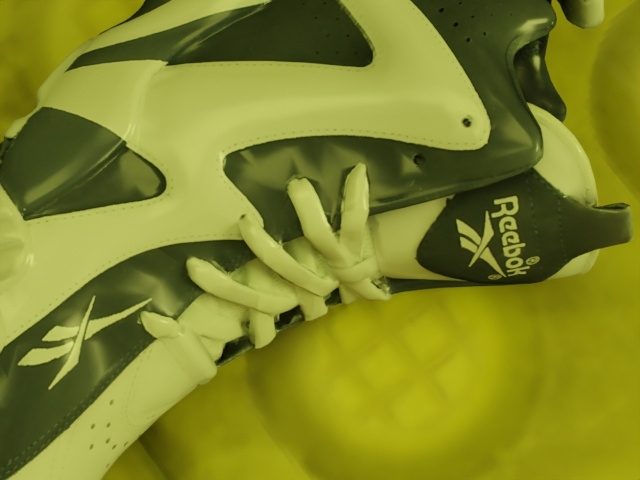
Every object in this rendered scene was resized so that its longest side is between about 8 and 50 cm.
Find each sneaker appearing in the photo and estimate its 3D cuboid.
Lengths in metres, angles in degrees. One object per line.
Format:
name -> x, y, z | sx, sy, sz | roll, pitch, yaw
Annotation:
sneaker -> 0.000, 0.000, 0.519 | 0.153, 0.094, 0.235 | 20, 67, 18
